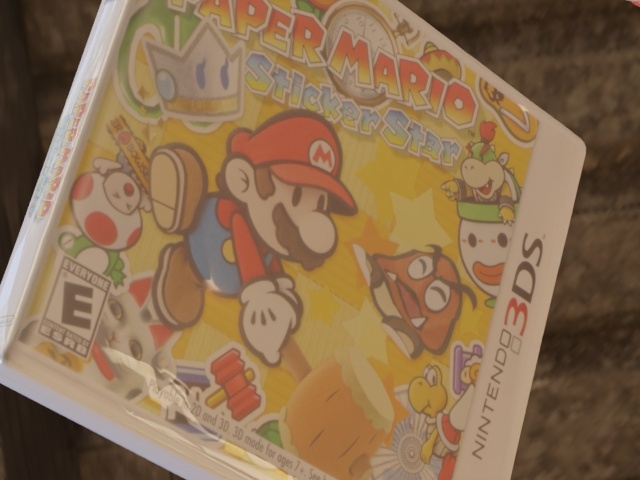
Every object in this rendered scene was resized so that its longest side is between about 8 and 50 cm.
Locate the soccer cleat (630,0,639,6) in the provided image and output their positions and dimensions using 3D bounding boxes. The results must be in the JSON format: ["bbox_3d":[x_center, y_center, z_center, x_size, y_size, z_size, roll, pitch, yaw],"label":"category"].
[{"bbox_3d":[0.178,-0.163,0.832,0.076,0.196,0.068,43,-133,-24],"label":"soccer cleat"}]

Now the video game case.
[{"bbox_3d":[0.000,0.000,0.727,0.227,0.026,0.206,32,-119,-32],"label":"video game case"}]
